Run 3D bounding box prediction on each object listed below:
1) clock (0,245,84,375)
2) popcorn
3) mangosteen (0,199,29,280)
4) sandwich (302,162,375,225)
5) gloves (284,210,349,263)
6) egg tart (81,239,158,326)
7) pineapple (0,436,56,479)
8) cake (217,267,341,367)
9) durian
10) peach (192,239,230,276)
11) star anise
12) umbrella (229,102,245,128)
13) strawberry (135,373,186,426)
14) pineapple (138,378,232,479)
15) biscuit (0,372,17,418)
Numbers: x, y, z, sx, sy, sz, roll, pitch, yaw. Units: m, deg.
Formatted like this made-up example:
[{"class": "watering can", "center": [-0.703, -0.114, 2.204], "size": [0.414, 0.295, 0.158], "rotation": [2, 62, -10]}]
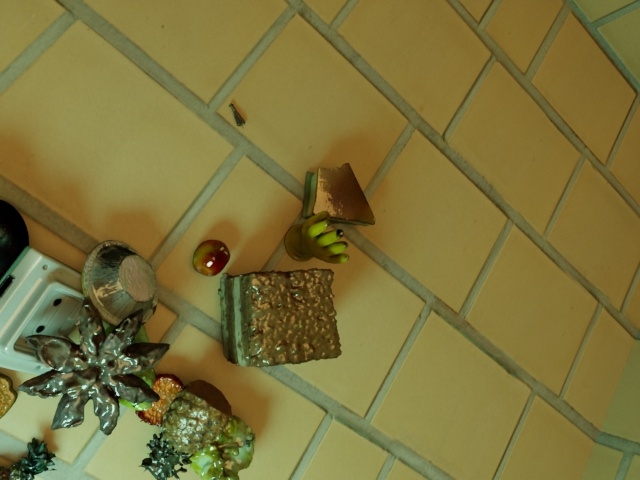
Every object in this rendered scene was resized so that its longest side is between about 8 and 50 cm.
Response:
[{"class": "clock", "center": [-0.650, 0.177, 1.158], "size": [0.116, 0.231, 0.262], "rotation": [22, 72, 21]}, {"class": "popcorn", "center": [-0.261, 0.578, 1.341], "size": [0.198, 0.212, 0.197], "rotation": [-6, 124, -9]}, {"class": "mangosteen", "center": [-0.783, 0.021, 1.110], "size": [0.243, 0.243, 0.242], "rotation": [2, 86, -25]}, {"class": "sandwich", "center": [0.067, -0.147, 1.585], "size": [0.220, 0.108, 0.185], "rotation": [9, 83, -23]}, {"class": "gloves", "center": [0.001, 0.001, 1.442], "size": [0.133, 0.294, 0.116], "rotation": [46, 70, -15]}, {"class": "egg tart", "center": [-0.489, 0.105, 1.257], "size": [0.234, 0.094, 0.234], "rotation": [47, 32, -41]}, {"class": "pineapple", "center": [-0.746, 0.555, 1.168], "size": [0.222, 0.083, 0.103], "rotation": [-26, 98, -27]}, {"class": "cake", "center": [-0.120, 0.203, 1.374], "size": [0.282, 0.290, 0.255], "rotation": [-1, 88, -26]}, {"class": "durian", "center": [-0.499, 0.309, 1.268], "size": [0.139, 0.101, 0.249], "rotation": [-10, 65, -1]}, {"class": "peach", "center": [-0.311, 0.050, 1.406], "size": [0.101, 0.101, 0.100], "rotation": [2, 86, -25]}, {"class": "star anise", "center": [-0.505, 0.294, 1.132], "size": [0.332, 0.118, 0.331], "rotation": [-2, 96, -20]}, {"class": "umbrella", "center": [-0.250, -0.375, 1.502], "size": [0.032, 0.020, 0.083], "rotation": [-33, 95, -24]}, {"class": "strawberry", "center": [-0.425, 0.424, 1.326], "size": [0.145, 0.086, 0.144], "rotation": [1, 88, -26]}, {"class": "pineapple", "center": [-0.354, 0.492, 1.251], "size": [0.158, 0.158, 0.278], "rotation": [40, 93, -18]}, {"class": "biscuit", "center": [-0.857, 0.317, 1.154], "size": [0.295, 0.044, 0.186], "rotation": [43, 74, -16]}]
